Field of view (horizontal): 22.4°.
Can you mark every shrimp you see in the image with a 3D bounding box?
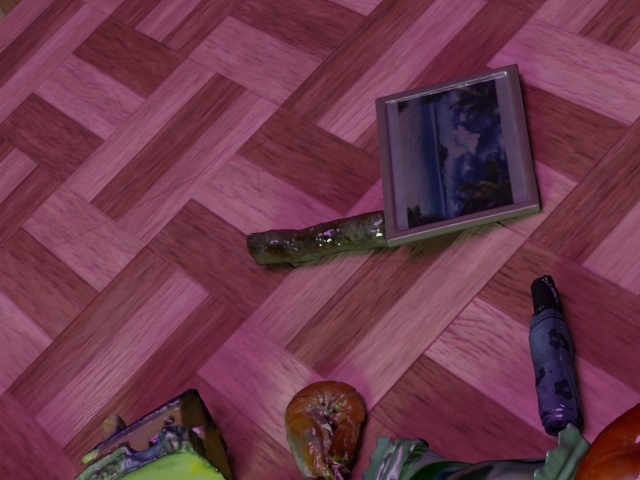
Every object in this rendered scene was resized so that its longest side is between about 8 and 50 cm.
[{"bbox_3d":[0.011,0.265,2.191,0.115,0.051,0.217,-29,37,10],"label":"shrimp"}]

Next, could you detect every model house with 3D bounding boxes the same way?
[{"bbox_3d":[-0.241,0.295,2.268,0.194,0.170,0.211,-33,38,12],"label":"model house"}]

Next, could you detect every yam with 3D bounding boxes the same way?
[{"bbox_3d":[0.000,0.000,2.449,0.252,0.061,0.061,-9,47,31],"label":"yam"}]

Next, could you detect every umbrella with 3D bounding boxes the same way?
[{"bbox_3d":[0.297,0.148,2.073,0.053,0.052,0.250,-30,39,25],"label":"umbrella"}]

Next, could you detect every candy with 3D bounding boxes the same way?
[{"bbox_3d":[0.140,0.345,1.926,0.398,0.172,0.263,-5,44,52],"label":"candy"}]

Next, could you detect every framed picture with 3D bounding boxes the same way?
[{"bbox_3d":[0.201,-0.131,2.407,0.232,0.024,0.315,-14,44,11],"label":"framed picture"}]

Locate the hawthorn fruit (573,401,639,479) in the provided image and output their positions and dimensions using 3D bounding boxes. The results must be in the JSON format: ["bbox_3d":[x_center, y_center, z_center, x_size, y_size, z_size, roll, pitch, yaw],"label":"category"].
[{"bbox_3d":[0.399,0.287,1.703,0.284,0.284,0.284,-22,42,21],"label":"hawthorn fruit"}]
